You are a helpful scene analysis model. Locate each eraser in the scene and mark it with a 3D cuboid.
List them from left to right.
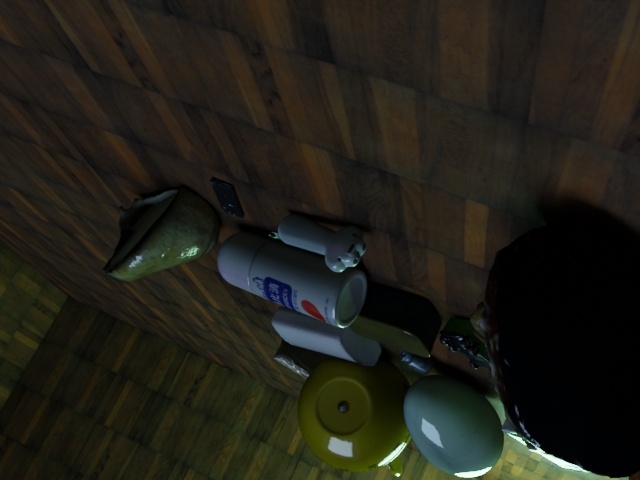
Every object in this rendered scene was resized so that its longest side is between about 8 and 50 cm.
[{"bbox_3d":[0.014,0.259,2.226,0.270,0.094,0.174,6,153,45],"label":"eraser"}]

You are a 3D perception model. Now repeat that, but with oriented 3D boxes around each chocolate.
[{"bbox_3d":[0.338,0.144,1.158,0.225,0.340,0.210,-14,-175,-2],"label":"chocolate"}]

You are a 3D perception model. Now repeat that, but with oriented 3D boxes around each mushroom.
[{"bbox_3d":[-0.364,0.014,1.865,0.292,0.217,0.212,5,156,48],"label":"mushroom"}]

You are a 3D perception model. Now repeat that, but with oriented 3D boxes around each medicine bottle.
[{"bbox_3d":[-0.074,0.073,1.766,0.341,0.130,0.130,20,161,29],"label":"medicine bottle"}]

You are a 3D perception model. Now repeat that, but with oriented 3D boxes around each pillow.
[{"bbox_3d":[-0.023,0.379,2.568,0.270,0.173,0.067,33,117,-13],"label":"pillow"}]

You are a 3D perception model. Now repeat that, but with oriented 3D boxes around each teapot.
[{"bbox_3d":[0.250,0.307,2.103,0.083,0.049,0.063,30,162,-10],"label":"teapot"}]

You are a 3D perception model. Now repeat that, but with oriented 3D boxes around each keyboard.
[{"bbox_3d":[-0.190,-0.086,1.683,0.053,0.010,0.155,22,161,11],"label":"keyboard"}]

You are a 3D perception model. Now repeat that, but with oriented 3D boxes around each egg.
[{"bbox_3d":[0.353,0.491,2.190,0.230,0.230,0.371,6,145,48],"label":"egg"}]

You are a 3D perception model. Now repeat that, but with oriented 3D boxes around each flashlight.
[{"bbox_3d":[0.000,0.000,1.546,0.200,0.093,0.047,20,162,39],"label":"flashlight"}]

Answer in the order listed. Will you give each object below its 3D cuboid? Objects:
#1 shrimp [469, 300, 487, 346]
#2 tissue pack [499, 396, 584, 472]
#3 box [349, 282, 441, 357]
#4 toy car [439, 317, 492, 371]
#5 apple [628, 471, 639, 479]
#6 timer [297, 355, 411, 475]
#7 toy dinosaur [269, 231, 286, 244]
[{"bbox_3d":[0.477,0.226,1.471,0.446,0.109,0.221,28,-161,18],"label":"shrimp"},{"bbox_3d":[0.521,0.411,1.862,0.209,0.148,0.156,34,161,-23],"label":"tissue pack"},{"bbox_3d":[0.154,0.167,1.783,0.201,0.090,0.144,15,159,33],"label":"box"},{"bbox_3d":[0.326,0.224,1.747,0.165,0.062,0.071,39,159,-34],"label":"toy car"},{"bbox_3d":[0.754,0.498,1.742,0.188,0.173,0.188,21,161,8],"label":"apple"},{"bbox_3d":[0.115,0.499,2.362,0.376,0.376,0.387,18,171,25],"label":"timer"},{"bbox_3d":[-0.069,-0.005,1.723,0.083,0.021,0.062,14,171,-13],"label":"toy dinosaur"}]
